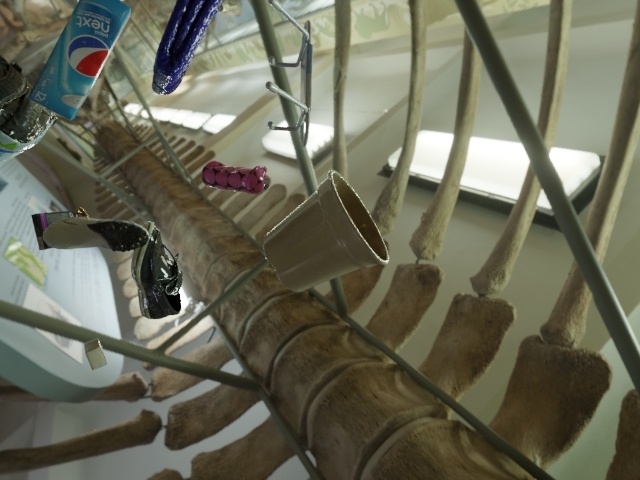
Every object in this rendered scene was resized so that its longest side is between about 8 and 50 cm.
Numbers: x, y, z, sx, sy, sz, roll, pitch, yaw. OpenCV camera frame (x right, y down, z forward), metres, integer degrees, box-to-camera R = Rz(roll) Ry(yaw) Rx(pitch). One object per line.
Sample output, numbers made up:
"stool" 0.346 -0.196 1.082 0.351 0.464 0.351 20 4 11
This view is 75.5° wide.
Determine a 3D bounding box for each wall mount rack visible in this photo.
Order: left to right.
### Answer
"wall mount rack" -0.083 -0.436 1.085 0.130 0.350 0.304 1 176 -10

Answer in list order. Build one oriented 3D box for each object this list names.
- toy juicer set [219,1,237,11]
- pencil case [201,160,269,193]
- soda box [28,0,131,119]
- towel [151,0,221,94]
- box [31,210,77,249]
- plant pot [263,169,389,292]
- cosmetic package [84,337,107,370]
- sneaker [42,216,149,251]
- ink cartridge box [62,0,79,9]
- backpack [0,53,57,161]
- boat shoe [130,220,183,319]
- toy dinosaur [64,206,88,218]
"toy juicer set" -0.412 -0.958 1.492 0.089 0.329 0.209 -34 -137 25
"pencil case" -0.268 -0.201 1.288 0.209 0.095 0.098 13 -114 26
"soda box" -0.395 -0.308 0.684 0.210 0.067 0.071 -60 -149 3
"towel" -0.296 -0.436 0.905 0.228 0.076 0.308 -68 -155 2
"box" -0.867 -0.036 1.369 0.029 0.116 0.162 -8 -175 13
"plant pot" 0.000 0.000 1.305 0.305 0.334 0.334 -31 -149 16
"cosmetic package" -0.657 0.330 1.205 0.041 0.060 0.115 -22 -167 -29
"sneaker" -0.527 -0.022 0.986 0.237 0.085 0.086 1 -153 -2
"ink cartridge box" -0.740 -0.878 1.358 0.198 0.115 0.273 38 -119 17
"backpack" -0.986 -0.378 1.246 0.273 0.290 0.355 -35 -135 -8
"boat shoe" -0.584 0.121 1.506 0.155 0.500 0.187 6 -134 -10
"toy dinosaur" -0.742 -0.044 1.308 0.064 0.112 0.211 -17 178 24
